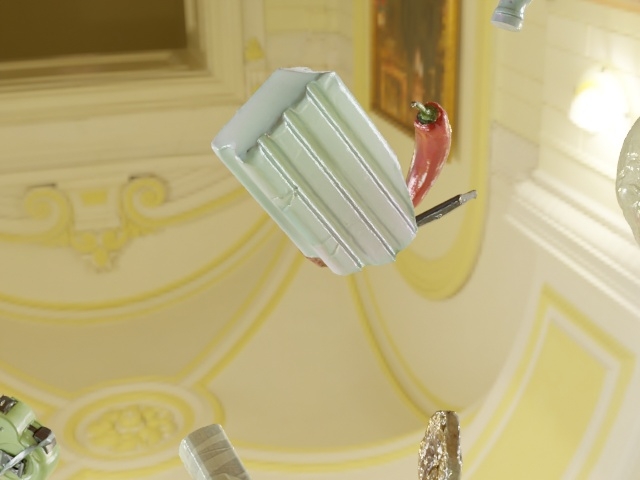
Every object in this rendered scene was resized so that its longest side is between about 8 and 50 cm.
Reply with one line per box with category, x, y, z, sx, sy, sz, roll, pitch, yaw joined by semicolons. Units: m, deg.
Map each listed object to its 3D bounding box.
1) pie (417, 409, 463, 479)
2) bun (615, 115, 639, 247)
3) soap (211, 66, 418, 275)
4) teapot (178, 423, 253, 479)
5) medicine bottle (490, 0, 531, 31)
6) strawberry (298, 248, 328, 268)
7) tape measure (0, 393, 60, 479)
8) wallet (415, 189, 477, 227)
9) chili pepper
pie;0.239;0.437;2.064;0.046;0.195;0.195;10;-161;-11
bun;0.698;-0.101;1.847;0.360;0.361;0.213;9;-176;24
soap;0.013;-0.098;1.646;0.208;0.347;0.115;-49;-145;-11
teapot;-0.153;0.387;1.574;0.107;0.077;0.200;-16;-127;-30
medicine bottle;0.418;-0.548;2.148;0.090;0.217;0.090;18;-177;-1
strawberry;0.000;0.000;1.877;0.106;0.106;0.106;-1;-159;0
tape measure;-0.665;0.463;2.280;0.175;0.200;0.106;30;-152;2
wallet;0.165;-0.027;1.992;0.285;0.030;0.146;-26;-178;23
chili pepper;0.242;-0.195;2.391;0.091;0.369;0.137;30;-129;26
